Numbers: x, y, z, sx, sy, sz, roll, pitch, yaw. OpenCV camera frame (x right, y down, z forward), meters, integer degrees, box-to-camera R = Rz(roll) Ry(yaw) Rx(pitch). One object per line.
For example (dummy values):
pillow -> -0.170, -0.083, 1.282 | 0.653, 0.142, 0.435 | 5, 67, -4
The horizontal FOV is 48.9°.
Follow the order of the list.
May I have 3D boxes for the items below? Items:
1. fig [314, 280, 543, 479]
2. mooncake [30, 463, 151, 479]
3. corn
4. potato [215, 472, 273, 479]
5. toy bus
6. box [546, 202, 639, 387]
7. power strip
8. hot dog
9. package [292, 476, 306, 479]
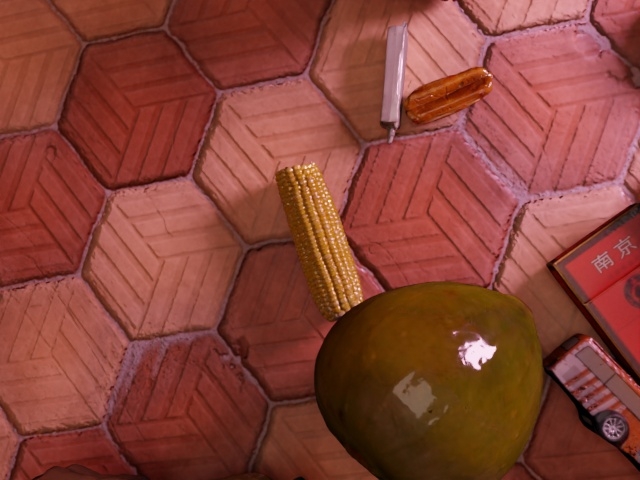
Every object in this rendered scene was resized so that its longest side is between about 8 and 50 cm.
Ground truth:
fig -> 0.160, 0.185, 0.952 | 0.316, 0.316, 0.316 | 0, 88, 9
mooncake -> -0.355, 0.483, 0.994 | 0.187, 0.324, 0.324 | 11, 89, 12
corn -> 0.000, 0.000, 1.074 | 0.081, 0.081, 0.249 | -19, 84, 8
potato -> -0.142, 0.429, 1.043 | 0.157, 0.157, 0.194 | 43, 97, 8
toy bus -> 0.478, 0.306, 0.982 | 0.092, 0.093, 0.409 | -43, 84, 3
box -> 0.460, 0.086, 1.004 | 0.153, 0.074, 0.240 | -37, 82, 8
power strip -> 0.113, -0.243, 1.084 | 0.030, 0.047, 0.191 | 5, 88, 13
hot dog -> 0.197, -0.223, 1.075 | 0.144, 0.038, 0.062 | -23, 82, 5
package -> -0.039, 0.464, 1.014 | 0.166, 0.040, 0.232 | -34, 117, -15
